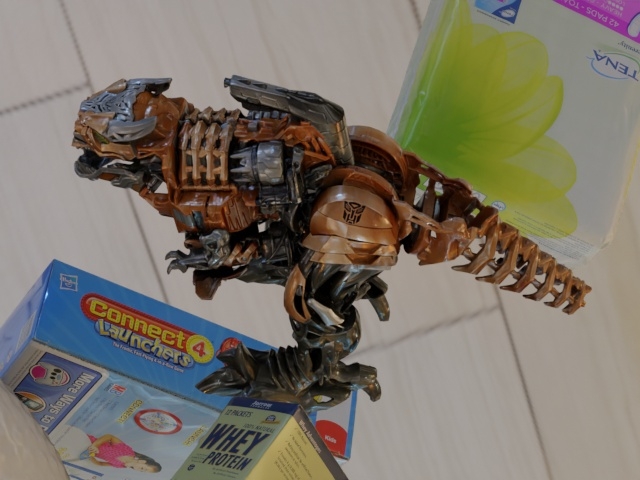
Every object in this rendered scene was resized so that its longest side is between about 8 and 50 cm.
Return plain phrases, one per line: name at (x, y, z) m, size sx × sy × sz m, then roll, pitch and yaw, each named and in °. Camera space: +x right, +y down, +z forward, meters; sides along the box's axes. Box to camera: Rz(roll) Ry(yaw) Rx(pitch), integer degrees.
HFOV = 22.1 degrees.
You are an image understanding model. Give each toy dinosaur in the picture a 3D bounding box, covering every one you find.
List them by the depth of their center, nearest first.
toy dinosaur at (0.000, 0.000, 1.034) m, size 0.322 × 0.164 × 0.218 m, roll 30°, pitch 137°, yaw 12°

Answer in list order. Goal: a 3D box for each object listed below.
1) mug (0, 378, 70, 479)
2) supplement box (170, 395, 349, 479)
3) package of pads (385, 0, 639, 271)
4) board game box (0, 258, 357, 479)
mug at (-0.374, 0.232, 1.262) m, size 0.276 × 0.374 × 0.328 m, roll -18°, pitch 133°, yaw 41°
supplement box at (-0.035, 0.151, 0.960) m, size 0.083 × 0.056 × 0.083 m, roll -51°, pitch 126°, yaw -32°
package of pads at (0.199, -0.140, 1.557) m, size 0.229 × 0.101 × 0.296 m, roll 25°, pitch 66°, yaw -11°
board game box at (-0.171, 0.175, 1.505) m, size 0.302 × 0.086 × 0.308 m, roll 23°, pitch 141°, yaw -20°
